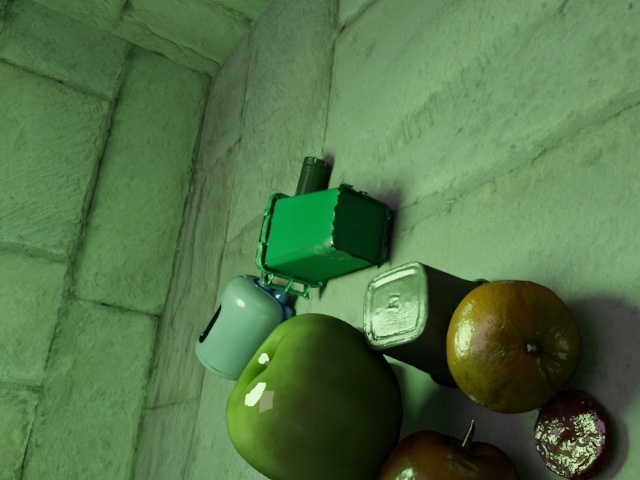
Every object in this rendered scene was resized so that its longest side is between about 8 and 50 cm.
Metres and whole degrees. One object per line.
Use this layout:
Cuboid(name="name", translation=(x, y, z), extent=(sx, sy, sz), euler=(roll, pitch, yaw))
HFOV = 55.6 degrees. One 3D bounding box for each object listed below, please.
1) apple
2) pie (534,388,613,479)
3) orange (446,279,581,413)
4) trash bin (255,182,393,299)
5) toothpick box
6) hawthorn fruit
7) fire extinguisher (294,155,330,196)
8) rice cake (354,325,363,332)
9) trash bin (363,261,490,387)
Cuboid(name="apple", translation=(-0.007, 0.335, 1.244), extent=(0.357, 0.357, 0.357), euler=(-38, 43, 46))
Cuboid(name="pie", translation=(0.429, 0.329, 1.034), extent=(0.154, 0.036, 0.154), euler=(-38, 43, 46))
Cuboid(name="orange", translation=(0.340, 0.187, 1.071), extent=(0.171, 0.240, 0.240), euler=(171, 116, -86))
Cuboid(name="trash bin", translation=(0.000, 0.000, 1.762), extent=(0.381, 0.259, 0.295), euler=(-14, 62, 54))
Cuboid(name="toothpick box", translation=(-0.243, 0.279, 2.068), extent=(0.354, 0.263, 0.263), euler=(-61, 30, 18))
Cuboid(name="hawthorn fruit", translation=(0.232, 0.464, 1.086), extent=(0.268, 0.268, 0.300), euler=(35, 102, 61))
Cuboid(name="fire extinguisher", translation=(-0.042, -0.124, 2.077), extent=(0.095, 0.115, 0.311), euler=(50, -125, -77))
Cuboid(name="rice cake", translation=(0.044, 0.344, 1.704), extent=(0.189, 0.037, 0.198), euler=(-19, 58, 56))
Cuboid(name="trash bin", translation=(0.232, 0.167, 1.255), extent=(0.219, 0.250, 0.219), euler=(-27, 51, 42))
